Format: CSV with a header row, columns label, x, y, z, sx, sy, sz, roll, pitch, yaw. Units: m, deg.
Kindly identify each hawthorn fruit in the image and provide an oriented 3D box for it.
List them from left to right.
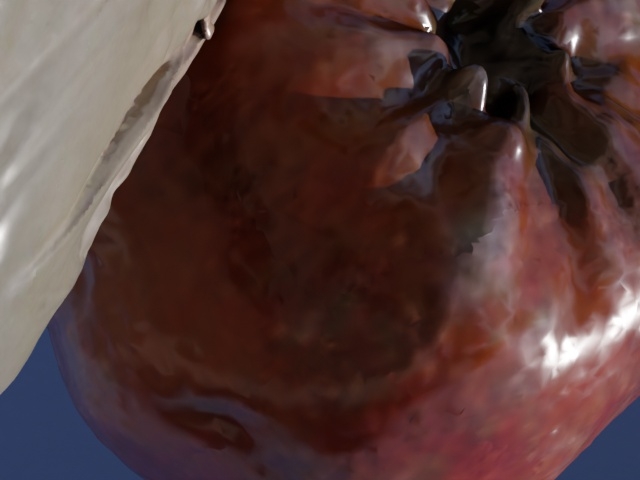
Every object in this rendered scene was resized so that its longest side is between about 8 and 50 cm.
label,x,y,z,sx,sy,sz,roll,pitch,yaw
hawthorn fruit,0.000,0.000,0.661,0.272,0.242,0.242,-49,-124,49

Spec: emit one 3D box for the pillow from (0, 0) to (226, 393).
label,x,y,z,sx,sy,sz,roll,pitch,yaw
pillow,-0.067,-0.100,0.460,0.067,0.173,0.270,7,-129,29
